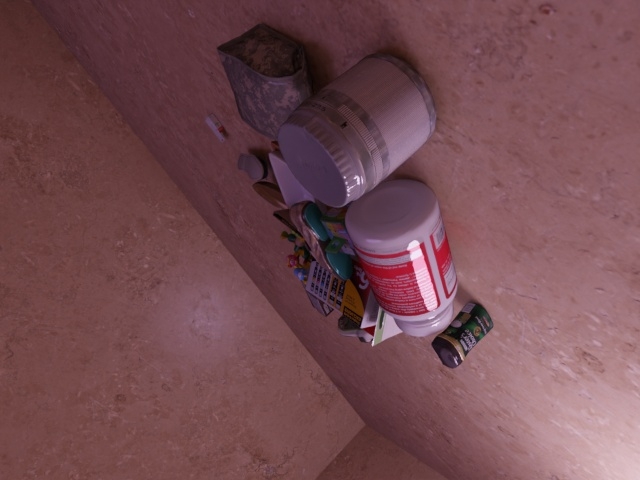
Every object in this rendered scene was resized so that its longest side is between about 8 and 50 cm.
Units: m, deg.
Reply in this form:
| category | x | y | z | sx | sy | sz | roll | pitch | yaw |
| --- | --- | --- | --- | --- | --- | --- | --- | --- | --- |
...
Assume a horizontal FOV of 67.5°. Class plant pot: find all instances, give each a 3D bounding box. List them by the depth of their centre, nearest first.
| category | x | y | z | sx | sy | sz | roll | pitch | yaw |
| --- | --- | --- | --- | --- | --- | --- | --- | --- | --- |
| plant pot | -0.153 | -0.164 | 1.856 | 0.237 | 0.032 | 0.236 | 29 | 169 | 6 |

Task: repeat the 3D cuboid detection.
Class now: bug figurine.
| category | x | y | z | sx | sy | sz | roll | pitch | yaw |
| --- | --- | --- | --- | --- | --- | --- | --- | --- | --- |
| bug figurine | -0.079 | 0.025 | 1.834 | 0.216 | 0.072 | 0.278 | -170 | 87 | -71 |

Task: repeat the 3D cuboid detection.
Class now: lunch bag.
| category | x | y | z | sx | sy | sz | roll | pitch | yaw |
| --- | --- | --- | --- | --- | --- | --- | --- | --- | --- |
| lunch bag | -0.104 | -0.384 | 1.233 | 0.287 | 0.169 | 0.235 | 41 | 159 | 34 |

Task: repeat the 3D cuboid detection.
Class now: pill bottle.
| category | x | y | z | sx | sy | sz | roll | pitch | yaw |
| --- | --- | --- | --- | --- | --- | --- | --- | --- | --- |
| pill bottle | 0.228 | 0.061 | 1.255 | 0.229 | 0.229 | 0.407 | 28 | 151 | 46 |

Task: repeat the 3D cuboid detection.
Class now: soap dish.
| category | x | y | z | sx | sy | sz | roll | pitch | yaw |
| --- | --- | --- | --- | --- | --- | --- | --- | --- | --- |
| soap dish | -0.032 | -0.177 | 1.536 | 0.229 | 0.118 | 0.290 | 35 | 156 | 34 |

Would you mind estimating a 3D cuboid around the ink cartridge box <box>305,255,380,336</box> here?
| category | x | y | z | sx | sy | sz | roll | pitch | yaw |
| --- | --- | --- | --- | --- | --- | --- | --- | --- | --- |
| ink cartridge box | 0.097 | 0.170 | 1.677 | 0.310 | 0.130 | 0.271 | 29 | 112 | 46 |

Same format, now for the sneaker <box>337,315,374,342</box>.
| category | x | y | z | sx | sy | sz | roll | pitch | yaw |
| --- | --- | --- | --- | --- | --- | --- | --- | --- | --- |
| sneaker | 0.180 | 0.317 | 2.053 | 0.410 | 0.158 | 0.181 | 168 | 94 | -70 |

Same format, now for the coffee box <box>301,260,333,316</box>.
| category | x | y | z | sx | sy | sz | roll | pitch | yaw |
| --- | --- | --- | --- | --- | --- | --- | --- | --- | --- |
| coffee box | 0.010 | 0.204 | 2.123 | 0.098 | 0.141 | 0.246 | 32 | 154 | 40 |

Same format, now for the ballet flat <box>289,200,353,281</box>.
| category | x | y | z | sx | sy | sz | roll | pitch | yaw |
| --- | --- | --- | --- | --- | --- | --- | --- | --- | --- |
| ballet flat | 0.000 | 0.000 | 1.512 | 0.106 | 0.107 | 0.315 | 3 | 131 | 45 |

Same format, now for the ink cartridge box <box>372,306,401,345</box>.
| category | x | y | z | sx | sy | sz | roll | pitch | yaw |
| --- | --- | --- | --- | --- | --- | --- | --- | --- | --- |
| ink cartridge box | 0.213 | 0.221 | 1.505 | 0.056 | 0.235 | 0.170 | 16 | 102 | 35 |

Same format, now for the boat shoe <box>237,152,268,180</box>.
| category | x | y | z | sx | sy | sz | roll | pitch | yaw |
| --- | --- | --- | --- | --- | --- | --- | --- | --- | --- |
| boat shoe | -0.244 | -0.278 | 1.829 | 0.255 | 0.079 | 0.095 | 25 | 107 | 59 |

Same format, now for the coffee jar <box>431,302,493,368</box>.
| category | x | y | z | sx | sy | sz | roll | pitch | yaw |
| --- | --- | --- | --- | --- | --- | --- | --- | --- | --- |
| coffee jar | 0.396 | 0.267 | 1.345 | 0.096 | 0.184 | 0.079 | 56 | 159 | -21 |

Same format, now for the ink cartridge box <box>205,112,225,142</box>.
| category | x | y | z | sx | sy | sz | roll | pitch | yaw |
| --- | --- | --- | --- | --- | --- | --- | --- | --- | --- |
| ink cartridge box | -0.426 | -0.463 | 1.979 | 0.115 | 0.029 | 0.063 | 53 | 160 | -15 |

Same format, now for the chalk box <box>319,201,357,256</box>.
| category | x | y | z | sx | sy | sz | roll | pitch | yaw |
| --- | --- | --- | --- | --- | --- | --- | --- | --- | --- |
| chalk box | 0.095 | -0.043 | 1.369 | 0.132 | 0.213 | 0.132 | 14 | 140 | 58 |

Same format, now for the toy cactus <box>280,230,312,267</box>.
| category | x | y | z | sx | sy | sz | roll | pitch | yaw |
| --- | --- | --- | --- | --- | --- | --- | --- | --- | --- |
| toy cactus | -0.105 | 0.025 | 2.108 | 0.218 | 0.112 | 0.180 | 59 | 151 | 23 |

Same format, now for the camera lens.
| category | x | y | z | sx | sy | sz | roll | pitch | yaw |
| --- | --- | --- | --- | --- | --- | --- | --- | --- | --- |
| camera lens | 0.079 | -0.225 | 0.972 | 0.219 | 0.274 | 0.219 | 42 | 160 | 19 |

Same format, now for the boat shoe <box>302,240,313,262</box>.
| category | x | y | z | sx | sy | sz | roll | pitch | yaw |
| --- | --- | --- | --- | --- | --- | --- | --- | --- | --- |
| boat shoe | 0.019 | 0.112 | 1.955 | 0.342 | 0.123 | 0.123 | 53 | 160 | -9 |

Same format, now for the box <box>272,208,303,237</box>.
| category | x | y | z | sx | sy | sz | roll | pitch | yaw |
| --- | --- | --- | --- | --- | --- | --- | --- | --- | --- |
| box | -0.040 | -0.070 | 1.667 | 0.164 | 0.201 | 0.021 | 37 | 123 | 33 |
